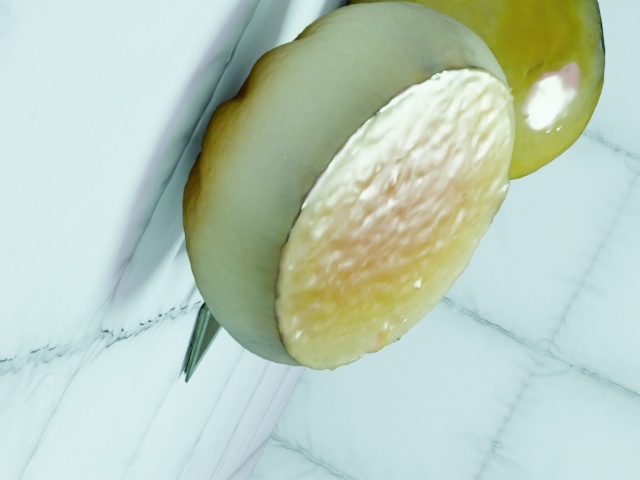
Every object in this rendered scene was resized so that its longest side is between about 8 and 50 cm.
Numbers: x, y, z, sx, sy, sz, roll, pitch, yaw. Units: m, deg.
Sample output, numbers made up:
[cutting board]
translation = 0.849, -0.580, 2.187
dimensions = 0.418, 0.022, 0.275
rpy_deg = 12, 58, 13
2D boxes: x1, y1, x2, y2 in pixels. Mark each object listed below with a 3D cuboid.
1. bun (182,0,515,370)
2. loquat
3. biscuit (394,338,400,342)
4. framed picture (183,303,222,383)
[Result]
[bun]
translation = 0.011, -0.055, 1.134
dimensions = 0.299, 0.165, 0.299
rpy_deg = -34, 146, -28
[loquat]
translation = 0.140, -0.174, 1.412
dimensions = 0.263, 0.263, 0.263
rpy_deg = -62, 175, -10
[biscuit]
translation = 0.000, 0.000, 1.263
dimensions = 0.121, 0.199, 0.040
rpy_deg = -66, -165, 5
[framed picture]
translation = -0.096, 0.051, 1.602
dimensions = 0.183, 0.011, 0.142
rpy_deg = -59, 174, -37
